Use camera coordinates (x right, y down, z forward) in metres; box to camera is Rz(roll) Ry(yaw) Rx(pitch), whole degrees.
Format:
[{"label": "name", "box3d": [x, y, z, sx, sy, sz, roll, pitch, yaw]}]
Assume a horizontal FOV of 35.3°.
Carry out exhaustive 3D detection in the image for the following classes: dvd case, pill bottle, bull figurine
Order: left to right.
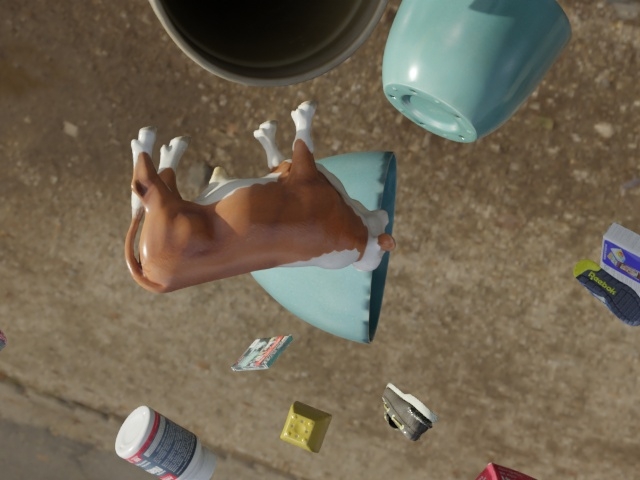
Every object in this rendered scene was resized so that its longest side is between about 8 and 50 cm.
[{"label": "pill bottle", "box3d": [-0.293, 0.405, 1.938, 0.180, 0.108, 0.108, 37, 148, -27]}, {"label": "dvd case", "box3d": [-0.116, 0.224, 1.995, 0.119, 0.087, 0.013, -12, 119, 49]}, {"label": "bull figurine", "box3d": [-0.061, -0.039, 1.079, 0.310, 0.188, 0.101, -11, 173, -25]}]

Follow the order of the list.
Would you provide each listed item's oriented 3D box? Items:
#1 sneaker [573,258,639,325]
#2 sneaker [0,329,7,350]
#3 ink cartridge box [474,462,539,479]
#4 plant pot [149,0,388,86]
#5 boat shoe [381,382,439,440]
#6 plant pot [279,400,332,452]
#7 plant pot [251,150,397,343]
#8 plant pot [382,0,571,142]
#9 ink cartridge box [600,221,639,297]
[{"label": "sneaker", "box3d": [0.496, 0.088, 1.716, 0.144, 0.053, 0.059, 47, -175, 19]}, {"label": "sneaker", "box3d": [-0.555, 0.135, 1.582, 0.131, 0.112, 0.319, -12, 150, -37]}, {"label": "ink cartridge box", "box3d": [0.277, 0.532, 1.530, 0.131, 0.306, 0.226, 27, 115, -18]}, {"label": "plant pot", "box3d": [-0.093, -0.389, 1.325, 0.323, 0.323, 0.280, 35, -173, -26]}, {"label": "boat shoe", "box3d": [0.154, 0.329, 1.922, 0.081, 0.069, 0.228, 41, 173, -8]}, {"label": "plant pot", "box3d": [-0.034, 0.362, 1.944, 0.081, 0.081, 0.083, 20, 175, 12]}, {"label": "plant pot", "box3d": [0.000, 0.000, 1.519, 0.195, 0.290, 0.290, 7, 150, 8]}, {"label": "plant pot", "box3d": [0.241, -0.312, 1.714, 0.293, 0.235, 0.293, 30, 171, 5]}, {"label": "ink cartridge box", "box3d": [0.603, 0.072, 1.810, 0.208, 0.045, 0.206, 34, 165, 25]}]
